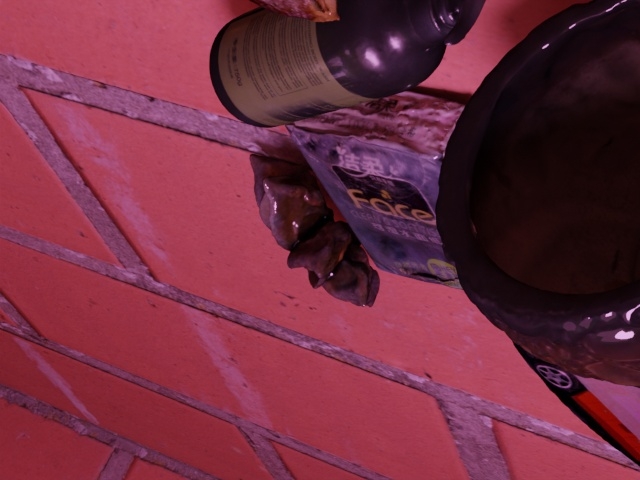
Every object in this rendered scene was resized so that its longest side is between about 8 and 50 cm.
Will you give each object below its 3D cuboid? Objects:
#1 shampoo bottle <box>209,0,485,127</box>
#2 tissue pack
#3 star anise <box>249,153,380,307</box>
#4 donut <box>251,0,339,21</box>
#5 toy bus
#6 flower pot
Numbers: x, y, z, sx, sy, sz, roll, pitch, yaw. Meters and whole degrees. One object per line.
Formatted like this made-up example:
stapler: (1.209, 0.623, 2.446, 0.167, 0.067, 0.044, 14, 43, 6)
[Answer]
shampoo bottle: (0.024, -0.155, 0.948, 0.101, 0.101, 0.284, 41, 154, -25)
tissue pack: (0.089, -0.043, 1.133, 0.173, 0.073, 0.235, 15, 154, 34)
star anise: (-0.009, -0.012, 1.256, 0.197, 0.073, 0.212, 51, -176, 6)
donut: (-0.100, -0.274, 0.843, 0.295, 0.112, 0.151, 44, 158, -29)
toy bus: (0.316, 0.123, 1.151, 0.147, 0.127, 0.302, -10, 134, 49)
flower pot: (0.255, -0.004, 0.829, 0.266, 0.267, 0.267, 4, 156, 45)
